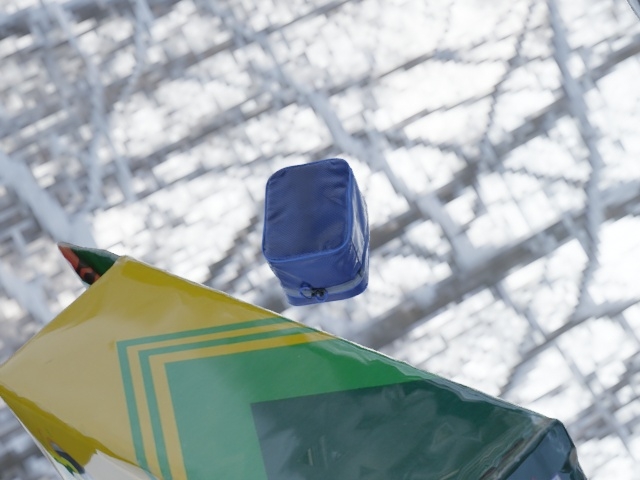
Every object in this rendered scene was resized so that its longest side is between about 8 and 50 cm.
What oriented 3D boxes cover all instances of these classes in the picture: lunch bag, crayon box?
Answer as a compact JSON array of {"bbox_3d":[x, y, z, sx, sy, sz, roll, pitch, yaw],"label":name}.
[{"bbox_3d":[0.000,0.000,1.347,0.065,0.067,0.098,63,25,-49],"label":"lunch bag"},{"bbox_3d":[0.000,0.121,0.717,0.318,0.081,0.202,17,-35,55],"label":"crayon box"}]

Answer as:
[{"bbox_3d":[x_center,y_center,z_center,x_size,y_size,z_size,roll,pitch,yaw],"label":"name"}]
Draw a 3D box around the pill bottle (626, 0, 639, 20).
[{"bbox_3d":[0.200,-0.094,0.594,0.215,0.117,0.117,24,-41,48],"label":"pill bottle"}]
